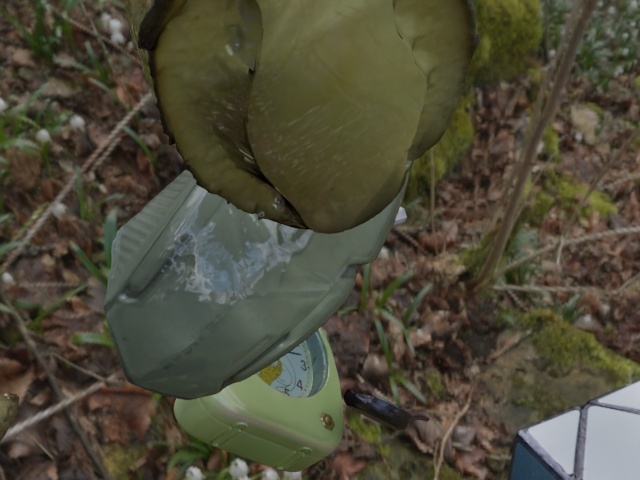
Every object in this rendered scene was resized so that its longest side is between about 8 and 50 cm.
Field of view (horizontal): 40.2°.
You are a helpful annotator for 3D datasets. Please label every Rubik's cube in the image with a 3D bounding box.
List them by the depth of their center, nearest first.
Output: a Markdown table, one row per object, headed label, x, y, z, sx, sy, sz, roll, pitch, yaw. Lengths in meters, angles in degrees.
| label | x | y | z | sx | sy | sz | roll | pitch | yaw |
| --- | --- | --- | --- | --- | --- | --- | --- | --- | --- |
| Rubik's cube | 0.348 | 0.316 | 0.986 | 0.207 | 0.205 | 0.205 | -15 | 36 | -26 |

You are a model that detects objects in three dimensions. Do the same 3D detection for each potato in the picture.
| label | x | y | z | sx | sy | sz | roll | pitch | yaw |
| --- | --- | --- | --- | --- | --- | --- | --- | --- | --- |
| potato | -0.034 | -0.164 | 0.608 | 0.242 | 0.285 | 0.243 | -14 | 58 | 24 |

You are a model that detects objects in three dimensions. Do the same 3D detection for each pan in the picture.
| label | x | y | z | sx | sy | sz | roll | pitch | yaw |
| --- | --- | --- | --- | --- | --- | --- | --- | --- | --- |
| pan | 0.115 | 0.282 | 1.415 | 0.114 | 0.212 | 0.040 | 15 | 80 | 39 |

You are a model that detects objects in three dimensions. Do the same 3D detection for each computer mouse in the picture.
| label | x | y | z | sx | sy | sz | roll | pitch | yaw |
| --- | --- | --- | --- | --- | --- | --- | --- | --- | --- |
| computer mouse | -0.049 | -0.012 | 0.927 | 0.429 | 0.228 | 0.145 | -52 | 21 | -20 |

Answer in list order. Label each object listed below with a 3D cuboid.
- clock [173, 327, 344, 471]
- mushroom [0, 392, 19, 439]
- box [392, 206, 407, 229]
| label | x | y | z | sx | sy | sz | roll | pitch | yaw |
| --- | --- | --- | --- | --- | --- | --- | --- | --- | --- |
| clock | -0.103 | 0.189 | 1.444 | 0.117 | 0.286 | 0.348 | -39 | 38 | 29 |
| mushroom | -0.570 | 0.308 | 1.295 | 0.292 | 0.217 | 0.212 | -45 | 51 | -4 |
| box | 0.000 | 0.000 | 1.420 | 0.285 | 0.142 | 0.044 | -16 | 89 | -36 |
